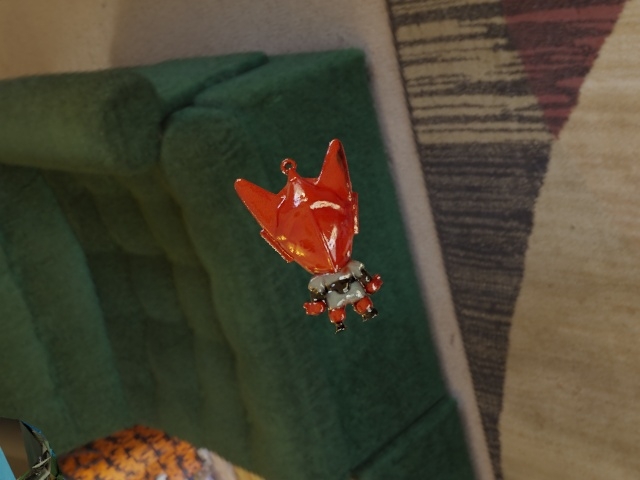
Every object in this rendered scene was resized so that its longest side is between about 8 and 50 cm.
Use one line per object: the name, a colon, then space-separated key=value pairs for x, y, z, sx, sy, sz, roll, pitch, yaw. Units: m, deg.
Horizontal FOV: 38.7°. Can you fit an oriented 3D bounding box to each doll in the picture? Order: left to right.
doll: x=0.000 y=0.000 z=0.842 sx=0.057 sy=0.109 sz=0.169 roll=82 pitch=165 yaw=-77

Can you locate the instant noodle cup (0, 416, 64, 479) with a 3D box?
instant noodle cup: x=-0.213 y=0.205 z=0.463 sx=0.240 sy=0.240 sz=0.178 roll=7 pitch=108 yaw=47
